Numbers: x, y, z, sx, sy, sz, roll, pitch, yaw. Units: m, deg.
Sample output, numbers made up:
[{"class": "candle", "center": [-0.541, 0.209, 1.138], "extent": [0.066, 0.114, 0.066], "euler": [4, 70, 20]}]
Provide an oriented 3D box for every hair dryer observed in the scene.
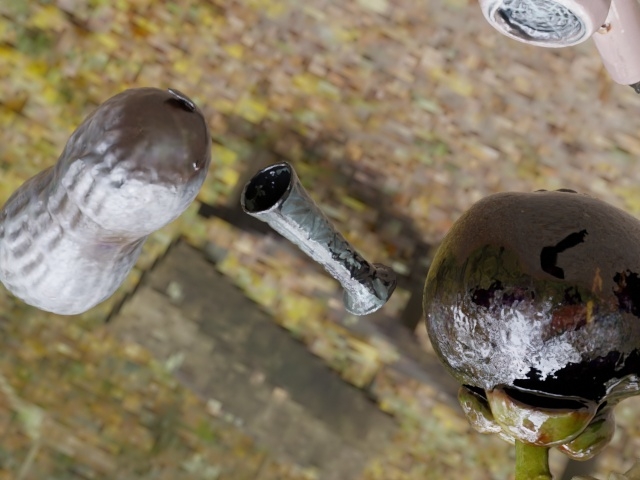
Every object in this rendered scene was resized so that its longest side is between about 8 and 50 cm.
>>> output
[{"class": "hair dryer", "center": [0.236, -0.199, 1.496], "extent": [0.107, 0.189, 0.344], "euler": [6, 157, 27]}]

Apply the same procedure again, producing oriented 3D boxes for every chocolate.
[{"class": "chocolate", "center": [-0.161, -0.024, 1.283], "extent": [0.110, 0.110, 0.248], "euler": [30, 141, -14]}]

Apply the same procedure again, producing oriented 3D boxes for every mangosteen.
[{"class": "mangosteen", "center": [0.225, 0.101, 1.751], "extent": [0.275, 0.302, 0.275], "euler": [9, 172, 1]}]

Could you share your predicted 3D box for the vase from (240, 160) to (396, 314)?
[{"class": "vase", "center": [0.000, 0.000, 1.585], "extent": [0.059, 0.059, 0.167], "euler": [9, 152, 48]}]

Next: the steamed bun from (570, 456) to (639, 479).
[{"class": "steamed bun", "center": [0.272, 0.307, 1.580], "extent": [0.137, 0.295, 0.292], "euler": [51, 179, -26]}]
